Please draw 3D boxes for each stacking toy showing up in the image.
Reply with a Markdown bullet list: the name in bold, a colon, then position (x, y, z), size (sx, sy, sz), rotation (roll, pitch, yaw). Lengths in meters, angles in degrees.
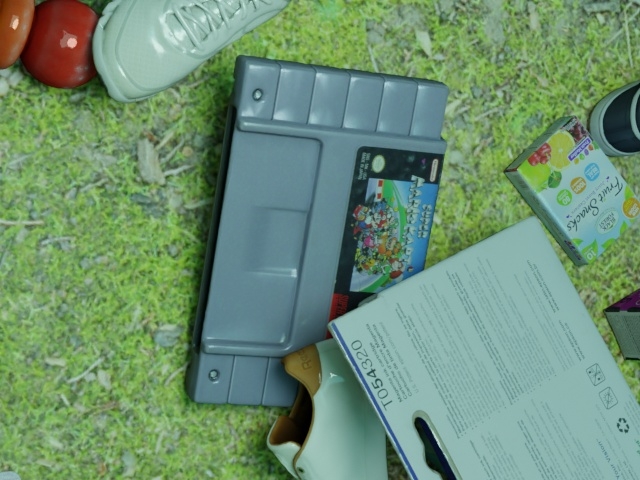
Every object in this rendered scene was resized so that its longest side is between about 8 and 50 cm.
- **stacking toy**: position (-0.361, -0.221, 1.488), size (0.330, 0.141, 0.141), rotation (18, 82, -25)

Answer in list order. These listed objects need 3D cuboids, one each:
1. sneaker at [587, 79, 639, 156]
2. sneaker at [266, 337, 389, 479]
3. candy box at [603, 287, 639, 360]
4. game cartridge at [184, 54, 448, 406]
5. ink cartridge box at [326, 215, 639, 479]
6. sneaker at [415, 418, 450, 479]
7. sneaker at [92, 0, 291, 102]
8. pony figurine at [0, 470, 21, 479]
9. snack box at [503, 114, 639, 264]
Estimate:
- **sneaker**: position (0.449, -0.186, 1.768), size (0.282, 0.153, 0.099), rotation (-35, 100, -18)
- **sneaker**: position (0.006, 0.236, 1.600), size (0.123, 0.106, 0.290), rotation (-7, 106, -12)
- **candy box**: position (0.440, 0.069, 1.712), size (0.159, 0.233, 0.071), rotation (-28, 98, -20)
- **game cartridge**: position (0.000, 0.000, 1.592), size (0.230, 0.068, 0.355), rotation (6, 103, -16)
- **ink cartridge box**: position (0.176, 0.173, 1.560), size (0.330, 0.071, 0.324), rotation (-24, 85, -40)
- **sneaker**: position (0.198, 0.332, 1.669), size (0.319, 0.127, 0.208), rotation (35, 75, -15)
- **sneaker**: position (-0.106, -0.237, 1.545), size (0.292, 0.118, 0.110), rotation (-43, 114, -32)
- **pony figurine**: position (-0.317, 0.390, 1.390), size (0.363, 0.351, 0.303), rotation (-37, 97, 1)
- **snack box**: position (0.288, -0.057, 1.764), size (0.100, 0.037, 0.141), rotation (-42, 102, -16)
